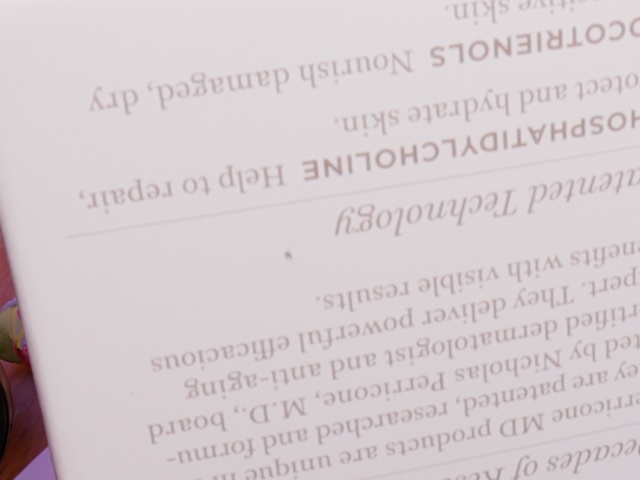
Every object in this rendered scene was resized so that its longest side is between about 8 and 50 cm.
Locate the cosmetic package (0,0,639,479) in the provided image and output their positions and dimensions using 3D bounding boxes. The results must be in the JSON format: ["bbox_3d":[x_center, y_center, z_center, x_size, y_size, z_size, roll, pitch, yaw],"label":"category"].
[{"bbox_3d":[0.000,0.000,0.692,0.327,0.394,0.329,-10,23,-9],"label":"cosmetic package"}]

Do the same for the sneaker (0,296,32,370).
[{"bbox_3d":[-0.237,0.105,1.095,0.208,0.081,0.094,0,46,33],"label":"sneaker"}]

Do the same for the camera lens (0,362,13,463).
[{"bbox_3d":[-0.417,0.132,1.059,0.219,0.219,0.274,-42,38,-18],"label":"camera lens"}]

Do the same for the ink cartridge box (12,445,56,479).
[{"bbox_3d":[-0.153,0.196,0.903,0.235,0.056,0.171,-45,35,5],"label":"ink cartridge box"}]
